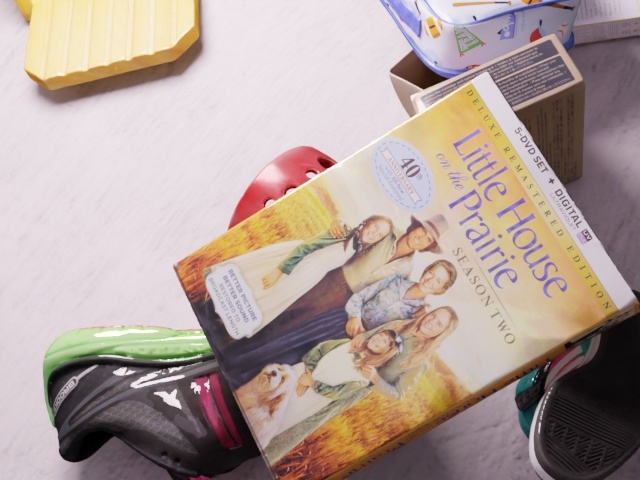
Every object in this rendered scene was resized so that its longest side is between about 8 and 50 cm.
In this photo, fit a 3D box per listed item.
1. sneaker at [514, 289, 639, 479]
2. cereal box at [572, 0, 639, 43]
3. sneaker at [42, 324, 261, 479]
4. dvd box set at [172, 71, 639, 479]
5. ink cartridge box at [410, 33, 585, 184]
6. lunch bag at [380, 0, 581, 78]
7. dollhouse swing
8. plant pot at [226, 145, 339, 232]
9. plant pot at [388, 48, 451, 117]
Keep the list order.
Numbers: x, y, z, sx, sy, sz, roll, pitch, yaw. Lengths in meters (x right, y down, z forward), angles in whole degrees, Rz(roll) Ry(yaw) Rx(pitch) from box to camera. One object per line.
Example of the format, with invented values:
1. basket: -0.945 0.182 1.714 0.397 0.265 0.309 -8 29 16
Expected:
1. sneaker: 0.273 0.192 1.120 0.124 0.178 0.295 37 45 10
2. cereal box: 0.395 -0.366 1.481 0.240 0.047 0.173 -5 59 14
3. sneaker: -0.112 0.207 1.261 0.483 0.185 0.202 -3 80 18
4. dvd box set: 0.080 0.051 1.110 0.420 0.062 0.307 -31 70 8
5. ink cartridge box: 0.227 -0.128 1.285 0.193 0.234 0.088 -23 62 2
6. lunch bag: 0.197 -0.353 1.409 0.243 0.115 0.303 -17 48 -13
7. dollhouse swing: -0.371 -0.470 1.634 0.347 0.315 0.305 -11 39 10
8. plant pot: 0.000 0.000 1.310 0.174 0.191 0.191 37 76 26
9. plant pot: 0.171 -0.211 1.425 0.109 0.096 0.109 33 65 29
